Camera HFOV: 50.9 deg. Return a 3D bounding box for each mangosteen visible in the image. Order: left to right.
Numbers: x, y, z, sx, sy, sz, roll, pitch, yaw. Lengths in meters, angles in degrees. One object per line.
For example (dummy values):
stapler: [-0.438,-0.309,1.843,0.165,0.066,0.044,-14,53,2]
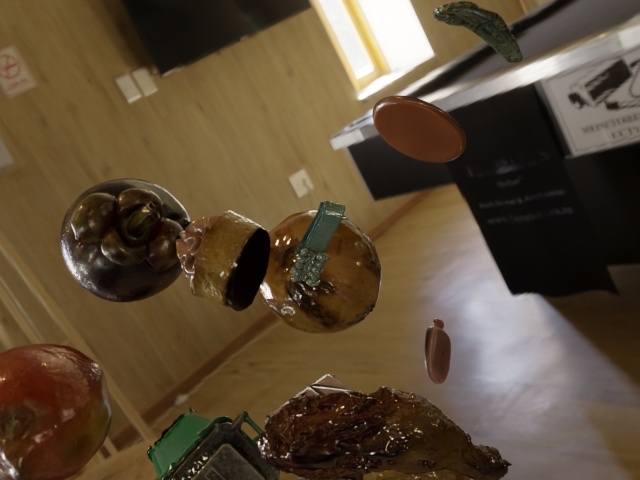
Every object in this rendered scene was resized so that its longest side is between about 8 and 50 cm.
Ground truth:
mangosteen: [-0.449,-0.010,1.581,0.307,0.306,0.347,-34,2,-23]

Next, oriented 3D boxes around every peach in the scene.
peach: [-0.455,0.292,1.083,0.233,0.232,0.256,-26,20,10]

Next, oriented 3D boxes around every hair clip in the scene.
hair clip: [0.258,-0.335,1.067,0.066,0.036,0.229,-15,-19,42]

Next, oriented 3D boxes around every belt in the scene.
belt: [-0.004,-0.002,1.316,0.179,0.065,0.100,117,166,-47]

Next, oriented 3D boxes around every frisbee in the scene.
frisbee: [0.243,-0.273,1.684,0.251,0.251,0.021,-7,49,56]

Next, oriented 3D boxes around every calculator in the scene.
calculator: [0.288,0.269,1.650,0.024,0.103,0.165,-14,56,38]

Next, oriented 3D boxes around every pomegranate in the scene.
pomegranate: [-0.004,0.078,1.661,0.322,0.322,0.322,-27,14,7]

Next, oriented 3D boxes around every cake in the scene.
cake: [-0.220,0.036,1.407,0.178,0.207,0.185,14,32,16]

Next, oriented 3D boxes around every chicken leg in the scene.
chicken leg: [0.082,0.267,0.861,0.323,0.177,0.083,-7,39,6]

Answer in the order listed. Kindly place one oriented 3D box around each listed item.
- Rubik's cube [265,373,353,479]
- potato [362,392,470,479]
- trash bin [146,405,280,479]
Rubik's cube: [0.025,0.425,1.491,0.233,0.228,0.228,-36,-14,-22]
potato: [0.151,0.336,1.112,0.116,0.239,0.299,-50,36,10]
trash bin: [-0.302,0.599,1.835,0.295,0.259,0.381,-46,17,-19]
